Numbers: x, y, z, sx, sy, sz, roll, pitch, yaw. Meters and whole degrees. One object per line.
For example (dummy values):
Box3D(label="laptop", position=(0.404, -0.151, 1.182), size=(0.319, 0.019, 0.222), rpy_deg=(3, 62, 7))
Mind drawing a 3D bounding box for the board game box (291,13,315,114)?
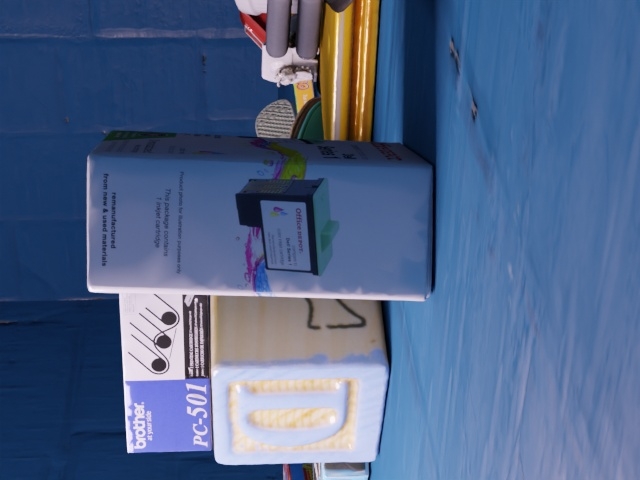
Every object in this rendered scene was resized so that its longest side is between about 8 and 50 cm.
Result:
Box3D(label="board game box", position=(-0.029, -0.268, 1.933), size=(0.259, 0.039, 0.124), rpy_deg=(77, -174, -57))

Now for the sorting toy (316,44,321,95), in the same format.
Box3D(label="sorting toy", position=(-0.002, -0.337, 1.941), size=(0.307, 0.041, 0.229), rpy_deg=(108, 161, -77))

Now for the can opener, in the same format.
Box3D(label="can opener", position=(-0.037, -0.268, 1.602), size=(0.280, 0.074, 0.093), rpy_deg=(99, 171, -75))

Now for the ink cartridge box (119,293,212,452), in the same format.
Box3D(label="ink cartridge box", position=(-0.171, 0.136, 1.434), size=(0.046, 0.097, 0.207), rpy_deg=(-102, 12, -68))

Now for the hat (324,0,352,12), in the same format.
Box3D(label="hat", position=(0.022, -0.341, 0.974), size=(0.331, 0.133, 0.331), rpy_deg=(163, 90, -75))

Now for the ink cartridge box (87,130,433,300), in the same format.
Box3D(label="ink cartridge box", position=(-0.052, -0.026, 1.108), size=(0.201, 0.278, 0.117), rpy_deg=(-113, 25, -79))

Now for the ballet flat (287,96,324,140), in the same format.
Box3D(label="ballet flat", position=(-0.027, -0.035, 1.652), size=(0.106, 0.107, 0.316), rpy_deg=(-24, 53, 46))

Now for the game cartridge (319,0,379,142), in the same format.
Box3D(label="game cartridge", position=(0.030, -0.264, 1.526), size=(0.324, 0.052, 0.285), rpy_deg=(-92, 3, -53))

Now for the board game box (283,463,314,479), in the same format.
Box3D(label="board game box", position=(-0.005, 0.476, 1.896), size=(0.302, 0.086, 0.308), rpy_deg=(-116, 25, -81))

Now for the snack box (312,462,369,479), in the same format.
Box3D(label="snack box", position=(0.017, 0.193, 1.684), size=(0.187, 0.060, 0.322), rpy_deg=(97, 172, -57))

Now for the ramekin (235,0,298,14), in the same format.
Box3D(label="ramekin", position=(-0.040, -0.399, 1.706), size=(0.207, 0.109, 0.207), rpy_deg=(9, -90, -80))

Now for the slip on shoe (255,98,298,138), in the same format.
Box3D(label="slip on shoe", position=(-0.041, -0.112, 2.233), size=(0.101, 0.123, 0.331), rpy_deg=(49, -161, -40))

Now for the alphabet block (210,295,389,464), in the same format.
Box3D(label="alphabet block", position=(-0.029, 0.118, 1.436), size=(0.193, 0.192, 0.197), rpy_deg=(96, 173, -48))

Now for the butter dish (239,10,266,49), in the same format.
Box3D(label="butter dish", position=(-0.067, -0.403, 2.415), size=(0.160, 0.118, 0.160), rpy_deg=(45, 180, -5))
